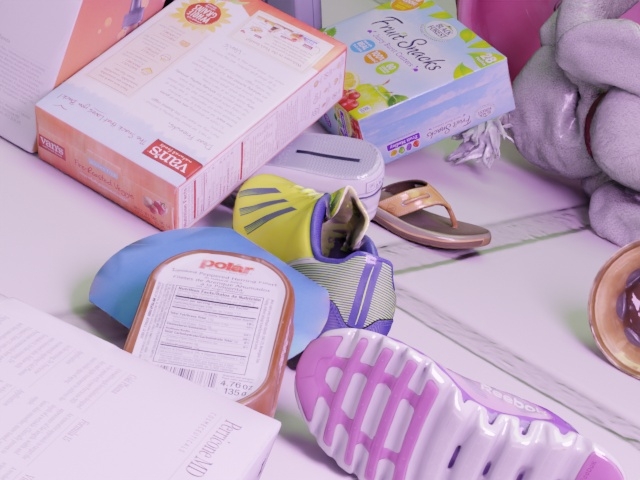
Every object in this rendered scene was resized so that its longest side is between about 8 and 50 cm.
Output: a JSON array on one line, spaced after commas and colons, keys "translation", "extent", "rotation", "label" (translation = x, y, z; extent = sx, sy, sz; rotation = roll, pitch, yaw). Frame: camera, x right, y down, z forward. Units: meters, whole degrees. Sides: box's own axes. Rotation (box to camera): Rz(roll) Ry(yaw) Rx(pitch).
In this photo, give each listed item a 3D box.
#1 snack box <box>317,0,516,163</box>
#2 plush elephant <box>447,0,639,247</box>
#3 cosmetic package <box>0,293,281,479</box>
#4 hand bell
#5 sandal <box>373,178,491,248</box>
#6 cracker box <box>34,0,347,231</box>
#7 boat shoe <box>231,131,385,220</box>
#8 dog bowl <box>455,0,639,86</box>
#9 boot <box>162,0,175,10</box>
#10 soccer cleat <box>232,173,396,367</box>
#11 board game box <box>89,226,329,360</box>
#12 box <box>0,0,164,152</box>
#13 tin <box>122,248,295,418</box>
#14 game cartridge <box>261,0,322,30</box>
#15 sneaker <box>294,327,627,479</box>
[{"translation": [0.078, -0.171, 2.053], "extent": [0.174, 0.070, 0.207], "rotation": [-23, 35, -13], "label": "snack box"}, {"translation": [0.332, -0.138, 2.091], "extent": [0.330, 0.272, 0.255], "rotation": [-28, 31, -30], "label": "plush elephant"}, {"translation": [-0.205, 0.130, 0.976], "extent": [0.284, 0.097, 0.377], "rotation": [22, 18, 8], "label": "cosmetic package"}, {"translation": [0.322, 0.059, 1.801], "extent": [0.126, 0.126, 0.242], "rotation": [26, 7, 13], "label": "hand bell"}, {"translation": [0.077, -0.038, 1.836], "extent": [0.180, 0.049, 0.072], "rotation": [24, 18, 6], "label": "sandal"}, {"translation": [-0.107, -0.118, 1.669], "extent": [0.156, 0.067, 0.232], "rotation": [30, 50, 23], "label": "cracker box"}, {"translation": [-0.056, -0.058, 1.714], "extent": [0.226, 0.076, 0.083], "rotation": [15, 46, 14], "label": "boat shoe"}, {"translation": [0.342, -0.287, 2.352], "extent": [0.408, 0.408, 0.150], "rotation": [22, 52, 0], "label": "dog bowl"}, {"translation": [-0.221, -0.365, 2.088], "extent": [0.131, 0.260, 0.348], "rotation": [35, 22, 34], "label": "boot"}, {"translation": [0.001, 0.001, 1.528], "extent": [0.093, 0.121, 0.289], "rotation": [16, 20, -20], "label": "soccer cleat"}, {"translation": [-0.077, 0.052, 1.392], "extent": [0.169, 0.033, 0.133], "rotation": [32, 45, 31], "label": "board game box"}, {"translation": [-0.219, -0.174, 1.695], "extent": [0.091, 0.170, 0.130], "rotation": [30, 21, 23], "label": "box"}, {"translation": [-0.073, 0.069, 1.305], "extent": [0.106, 0.040, 0.189], "rotation": [12, 34, 0], "label": "tin"}, {"translation": [-0.107, -0.319, 2.209], "extent": [0.060, 0.196, 0.294], "rotation": [-37, 63, -24], "label": "game cartridge"}, {"translation": [0.092, 0.130, 1.334], "extent": [0.236, 0.095, 0.104], "rotation": [26, 11, -2], "label": "sneaker"}]
